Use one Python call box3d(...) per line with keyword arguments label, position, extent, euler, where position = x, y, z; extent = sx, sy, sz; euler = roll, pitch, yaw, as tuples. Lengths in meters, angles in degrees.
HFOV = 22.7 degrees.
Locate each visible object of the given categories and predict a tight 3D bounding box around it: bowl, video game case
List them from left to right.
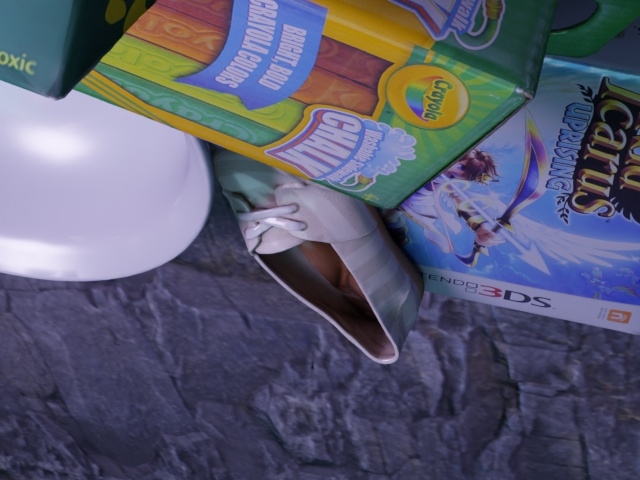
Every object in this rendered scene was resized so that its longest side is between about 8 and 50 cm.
box3d(label="bowl", position=(-0.190, -0.110, 0.947), extent=(0.297, 0.134, 0.298), euler=(10, 148, 6))
box3d(label="video game case", position=(0.108, -0.052, 0.984), extent=(0.244, 0.061, 0.269), euler=(11, 148, 5))

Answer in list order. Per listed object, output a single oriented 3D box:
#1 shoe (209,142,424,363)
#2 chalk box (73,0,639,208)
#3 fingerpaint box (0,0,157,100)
box3d(label="shoe", position=(0.000, 0.000, 0.997), extent=(0.076, 0.058, 0.219), euler=(-8, 140, 35))
box3d(label="chalk box", position=(0.014, -0.138, 0.753), extent=(0.289, 0.179, 0.180), euler=(21, 159, -10))
box3d(label="fingerpaint box", position=(-0.219, -0.296, 0.467), extent=(0.444, 0.163, 0.371), euler=(20, 119, 3))
